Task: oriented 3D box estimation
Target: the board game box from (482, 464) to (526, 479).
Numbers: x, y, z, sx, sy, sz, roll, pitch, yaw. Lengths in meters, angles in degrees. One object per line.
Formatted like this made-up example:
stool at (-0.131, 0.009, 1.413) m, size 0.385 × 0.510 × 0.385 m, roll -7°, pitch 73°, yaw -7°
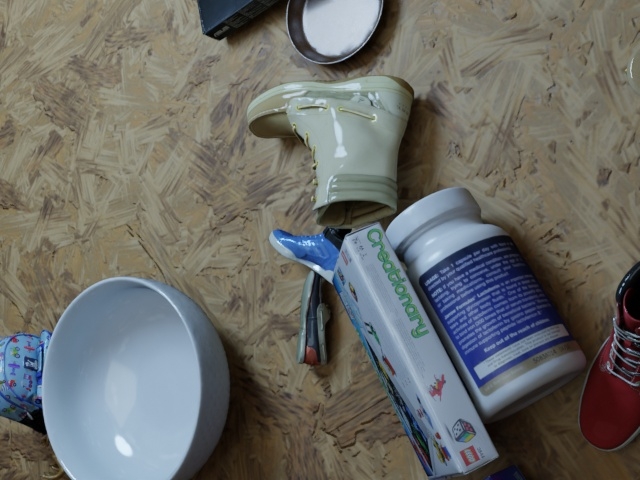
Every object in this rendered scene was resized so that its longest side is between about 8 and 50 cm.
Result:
board game box at (0.166, 0.472, 1.094) m, size 0.347 × 0.078 × 0.233 m, roll -45°, pitch 64°, yaw 27°

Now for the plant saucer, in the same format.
plant saucer at (0.025, -0.340, 1.314) m, size 0.169 × 0.029 × 0.168 m, roll -5°, pitch 82°, yaw 33°

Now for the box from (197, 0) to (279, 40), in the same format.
box at (-0.121, -0.438, 1.393) m, size 0.191 × 0.045 × 0.184 m, roll -23°, pitch 66°, yaw 34°

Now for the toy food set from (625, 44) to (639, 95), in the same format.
toy food set at (0.408, -0.207, 1.061) m, size 0.083 × 0.020 × 0.082 m, roll -44°, pitch 64°, yaw 22°

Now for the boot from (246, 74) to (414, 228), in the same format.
boot at (-0.002, -0.118, 1.247) m, size 0.262 × 0.095 × 0.203 m, roll -2°, pitch 68°, yaw 26°

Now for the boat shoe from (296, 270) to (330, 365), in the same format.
boat shoe at (-0.007, 0.113, 1.281) m, size 0.043 × 0.049 × 0.136 m, roll 6°, pitch 84°, yaw -9°

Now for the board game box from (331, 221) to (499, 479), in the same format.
board game box at (0.106, 0.146, 1.105) m, size 0.053 × 0.193 × 0.305 m, roll -24°, pitch 76°, yaw -11°

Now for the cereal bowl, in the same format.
cereal bowl at (-0.268, 0.227, 1.376) m, size 0.339 × 0.141 × 0.338 m, roll -4°, pitch 83°, yaw 32°

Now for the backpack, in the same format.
backpack at (-0.485, 0.223, 1.479) m, size 0.117 × 0.173 × 0.158 m, roll -26°, pitch 51°, yaw 25°

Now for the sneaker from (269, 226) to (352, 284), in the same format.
sneaker at (0.001, 0.000, 1.275) m, size 0.152 × 0.058 × 0.084 m, roll 31°, pitch 108°, yaw 27°

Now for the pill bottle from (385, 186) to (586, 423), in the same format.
pill bottle at (0.193, 0.076, 1.091) m, size 0.153 × 0.153 × 0.264 m, roll -38°, pitch 67°, yaw 24°

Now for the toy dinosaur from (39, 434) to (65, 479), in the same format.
toy dinosaur at (-0.425, 0.355, 1.510) m, size 0.212 × 0.064 × 0.112 m, roll 28°, pitch 99°, yaw 31°

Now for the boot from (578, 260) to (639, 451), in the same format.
boot at (0.337, 0.128, 0.981) m, size 0.088 × 0.176 × 0.244 m, roll 28°, pitch 101°, yaw 30°
